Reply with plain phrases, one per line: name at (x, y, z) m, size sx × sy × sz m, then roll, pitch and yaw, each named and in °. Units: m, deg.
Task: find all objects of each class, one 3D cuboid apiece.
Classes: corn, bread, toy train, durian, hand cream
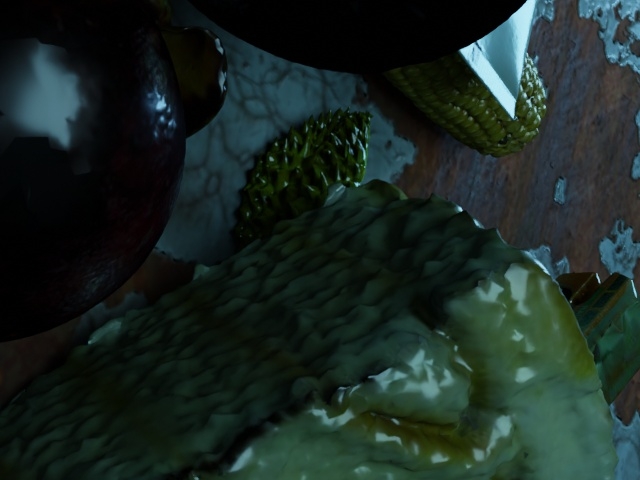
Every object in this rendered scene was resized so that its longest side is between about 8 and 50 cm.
corn at (0.073, -0.161, 1.083) m, size 0.293 × 0.106 × 0.106 m, roll 38°, pitch 65°, yaw -36°
bread at (-0.026, 0.167, 0.875) m, size 0.395 × 0.239 × 0.264 m, roll -34°, pitch 117°, yaw -13°
toy train at (0.190, 0.100, 1.187) m, size 0.188 × 0.099 × 0.072 m, roll -43°, pitch 118°, yaw -35°
durian at (0.000, 0.000, 1.035) m, size 0.100 × 0.086 × 0.215 m, roll 30°, pitch 68°, yaw -53°
hand cream at (0.138, -0.234, 1.099) m, size 0.109 × 0.067 × 0.321 m, roll 49°, pitch 39°, yaw -32°

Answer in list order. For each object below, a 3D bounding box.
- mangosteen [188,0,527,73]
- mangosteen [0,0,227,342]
mangosteen at (0.033, -0.212, 0.842) m, size 0.287 × 0.233 × 0.288 m, roll -21°, pitch 128°, yaw -29°
mangosteen at (-0.164, -0.072, 0.789) m, size 0.265 × 0.228 × 0.228 m, roll -48°, pitch 120°, yaw -42°
